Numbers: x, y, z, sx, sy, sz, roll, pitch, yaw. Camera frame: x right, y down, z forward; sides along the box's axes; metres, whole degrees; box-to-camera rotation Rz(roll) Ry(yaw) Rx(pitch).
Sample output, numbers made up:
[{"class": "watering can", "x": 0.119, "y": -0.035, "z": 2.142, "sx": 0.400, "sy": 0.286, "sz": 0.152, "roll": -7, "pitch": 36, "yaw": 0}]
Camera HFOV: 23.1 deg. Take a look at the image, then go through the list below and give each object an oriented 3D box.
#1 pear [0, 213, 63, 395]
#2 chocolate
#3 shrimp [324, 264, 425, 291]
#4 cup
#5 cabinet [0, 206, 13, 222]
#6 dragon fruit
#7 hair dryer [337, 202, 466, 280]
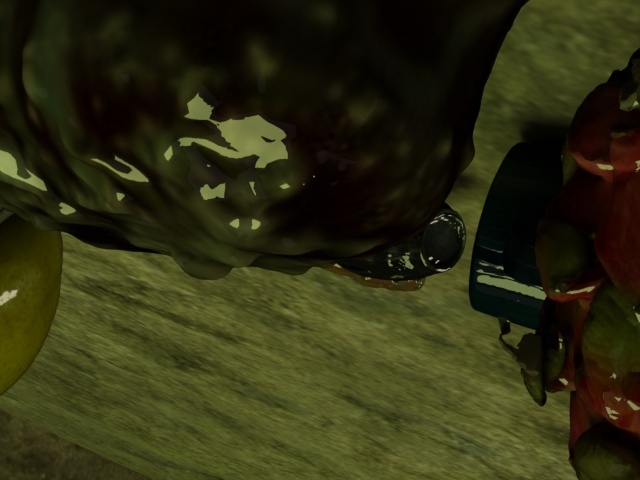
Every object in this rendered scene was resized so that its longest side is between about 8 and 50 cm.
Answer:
[{"class": "pear", "x": -0.350, "y": 0.028, "z": 1.278, "sx": 0.294, "sy": 0.294, "sz": 0.294, "roll": 18, "pitch": 163, "yaw": 6}, {"class": "chocolate", "x": -0.054, "y": -0.091, "z": 0.696, "sx": 0.340, "sy": 0.210, "sz": 0.225, "roll": 1, "pitch": 158, "yaw": 47}, {"class": "shrimp", "x": 0.000, "y": 0.000, "z": 1.228, "sx": 0.180, "sy": 0.041, "sz": 0.099, "roll": 22, "pitch": 180, "yaw": -15}, {"class": "cup", "x": 0.164, "y": 0.002, "z": 0.912, "sx": 0.138, "sy": 0.113, "sz": 0.150, "roll": 15, "pitch": 163, "yaw": 17}, {"class": "cabinet", "x": -0.386, "y": 0.014, "z": 1.011, "sx": 0.290, "sy": 0.318, "sz": 0.227, "roll": 32, "pitch": -161, "yaw": -8}, {"class": "dragon fruit", "x": 0.222, "y": 0.014, "z": 0.684, "sx": 0.269, "sy": 0.250, "sz": 0.291, "roll": 8, "pitch": 145, "yaw": 14}, {"class": "hair dryer", "x": -0.020, "y": -0.058, "z": 1.050, "sx": 0.195, "sy": 0.075, "sz": 0.219, "roll": 14, "pitch": 155, "yaw": 48}]
